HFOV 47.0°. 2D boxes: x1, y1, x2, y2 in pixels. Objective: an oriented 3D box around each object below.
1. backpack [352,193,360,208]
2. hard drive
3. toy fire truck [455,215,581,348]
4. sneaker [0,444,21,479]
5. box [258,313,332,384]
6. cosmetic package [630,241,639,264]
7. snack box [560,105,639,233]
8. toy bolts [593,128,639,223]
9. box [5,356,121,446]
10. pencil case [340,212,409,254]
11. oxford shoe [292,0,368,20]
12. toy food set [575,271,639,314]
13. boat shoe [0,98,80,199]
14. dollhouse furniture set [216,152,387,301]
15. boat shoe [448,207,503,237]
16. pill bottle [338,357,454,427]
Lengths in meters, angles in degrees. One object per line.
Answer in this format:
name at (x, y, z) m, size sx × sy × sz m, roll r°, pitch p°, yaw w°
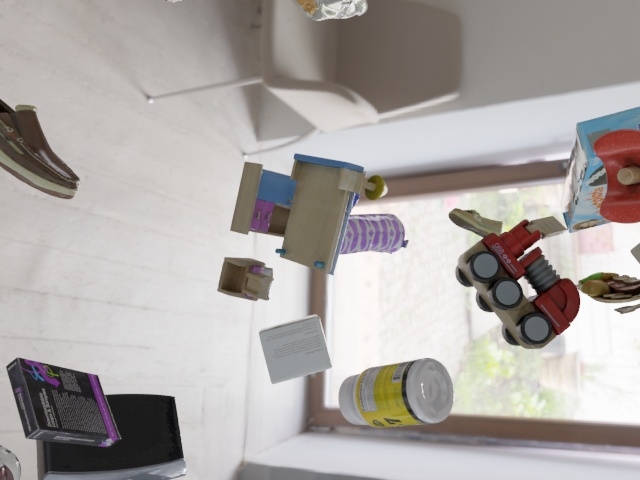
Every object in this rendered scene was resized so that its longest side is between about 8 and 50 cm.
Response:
backpack at (0.026, -0.076, 1.770) m, size 0.120 × 0.098 × 0.101 m, roll -62°, pitch 180°, yaw 18°
hard drive at (-0.370, 0.353, 1.315) m, size 0.255 × 0.054 × 0.172 m, roll 2°, pitch 52°, yaw -26°
toy fire truck at (0.404, 0.055, 1.375) m, size 0.217 × 0.246 × 0.158 m, roll 52°, pitch -8°, yaw 6°
sneaker at (-0.567, 0.448, 1.098) m, size 0.162 × 0.106 × 0.281 m, roll 10°, pitch 100°, yaw -78°
box at (-0.041, 0.175, 1.196) m, size 0.102 × 0.101 × 0.087 m, roll 114°, pitch -39°, yaw -85°
cosmetic package at (0.701, 0.100, 1.295) m, size 0.153 × 0.129 × 0.296 m, roll 33°, pitch 25°, yaw -31°
snack box at (0.458, -0.104, 1.069) m, size 0.322 × 0.187 × 0.060 m, roll 50°, pitch 28°, yaw -68°
toy bolts at (0.430, -0.052, 0.792) m, size 0.158 × 0.229 × 0.218 m, roll -12°, pitch 102°, yaw -46°
box at (-0.362, 0.232, 1.042) m, size 0.116 × 0.029 × 0.162 m, roll 59°, pitch 11°, yaw 31°
pencil case at (0.070, -0.009, 1.460) m, size 0.206 × 0.086 × 0.088 m, roll -1°, pitch 127°, yaw -32°
oxford shoe at (0.013, -0.546, 1.592) m, size 0.169 × 0.130 × 0.449 m, roll 55°, pitch 16°, yaw -9°
toy food set at (0.584, 0.090, 1.455) m, size 0.192 × 0.132 × 0.038 m, roll -143°, pitch -140°, yaw -73°
boat shoe at (-0.466, -0.166, 1.126) m, size 0.095 × 0.257 × 0.095 m, roll -55°, pitch 178°, yaw 7°
dollhouse furniture set at (0.000, 0.000, 1.357) m, size 0.198 × 0.303 × 0.286 m, roll 11°, pitch 92°, yaw -43°
boat shoe at (0.339, -0.044, 1.597) m, size 0.153 × 0.056 × 0.048 m, roll 22°, pitch 81°, yaw -28°
pill bottle at (0.138, 0.291, 1.390) m, size 0.119 × 0.208 × 0.119 m, roll 15°, pitch 67°, yaw -37°
